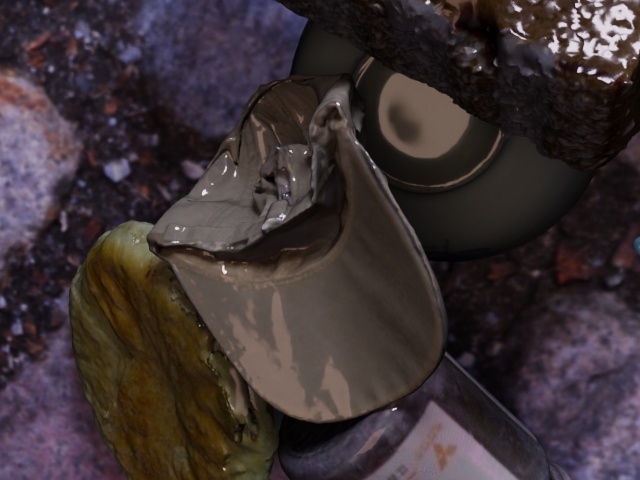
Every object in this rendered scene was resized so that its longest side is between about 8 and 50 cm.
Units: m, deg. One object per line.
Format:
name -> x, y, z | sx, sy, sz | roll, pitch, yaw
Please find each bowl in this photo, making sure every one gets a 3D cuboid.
bowl -> 0.097, -0.109, 0.945 | 0.289, 0.146, 0.289 | 2, 101, 12

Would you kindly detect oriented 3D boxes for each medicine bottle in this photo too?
medicine bottle -> 0.108, 0.207, 0.960 | 0.165, 0.165, 0.273 | -40, 110, 15

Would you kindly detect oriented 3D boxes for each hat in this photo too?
hat -> 0.000, 0.000, 0.874 | 0.214, 0.149, 0.244 | -31, 100, 33

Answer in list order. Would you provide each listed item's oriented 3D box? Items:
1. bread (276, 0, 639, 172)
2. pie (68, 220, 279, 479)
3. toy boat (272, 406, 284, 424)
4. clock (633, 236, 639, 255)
bread -> 0.044, -0.195, 0.798 | 0.417, 0.165, 0.113 | 32, 83, 20
pie -> -0.132, 0.125, 1.008 | 0.306, 0.071, 0.306 | 25, 126, 39
toy boat -> -0.039, 0.093, 1.058 | 0.208, 0.079, 0.134 | -40, 84, 26
clock -> 0.405, 0.001, 0.935 | 0.274, 0.094, 0.223 | -19, 96, 16
